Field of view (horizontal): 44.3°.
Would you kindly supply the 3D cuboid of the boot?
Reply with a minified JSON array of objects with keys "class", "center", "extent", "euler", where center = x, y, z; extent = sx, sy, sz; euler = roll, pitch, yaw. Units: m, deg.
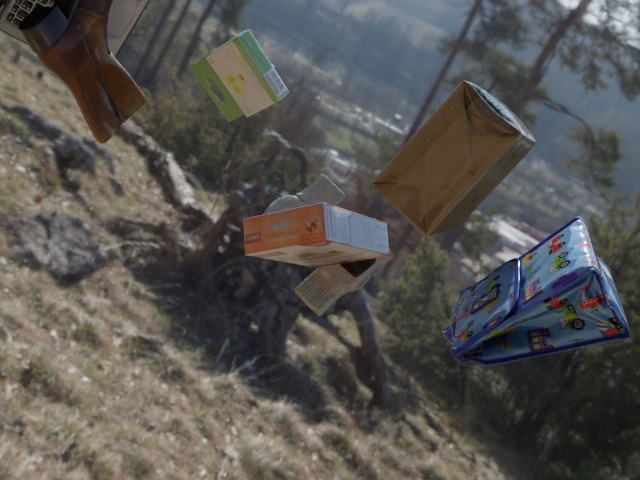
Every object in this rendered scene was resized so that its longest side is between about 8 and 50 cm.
[{"class":"boot","center":[-0.401,-0.368,1.508],"extent":[0.096,0.264,0.280],"euler":[11,-33,33]}]

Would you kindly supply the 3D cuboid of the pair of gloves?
[{"class":"pair of gloves","center":[0.000,0.000,1.527],"extent":[0.240,0.204,0.042],"euler":[52,-17,14]}]

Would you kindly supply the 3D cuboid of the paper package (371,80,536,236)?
[{"class":"paper package","center":[0.305,-0.173,1.730],"extent":[0.168,0.309,0.325],"euler":[45,18,14]}]

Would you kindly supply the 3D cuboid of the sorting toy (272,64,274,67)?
[{"class":"sorting toy","center":[-0.165,-0.423,1.871],"extent":[0.083,0.075,0.045],"euler":[54,22,12]}]

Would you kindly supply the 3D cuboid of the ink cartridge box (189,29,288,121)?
[{"class":"ink cartridge box","center":[-0.206,-0.371,1.846],"extent":[0.171,0.235,0.056],"euler":[55,45,-17]}]

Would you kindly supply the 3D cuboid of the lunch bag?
[{"class":"lunch bag","center":[0.348,0.113,1.345],"extent":[0.138,0.293,0.221],"euler":[57,22,-15]}]

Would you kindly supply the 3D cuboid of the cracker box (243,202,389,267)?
[{"class":"cracker box","center":[-0.002,-0.003,1.338],"extent":[0.156,0.067,0.232],"euler":[-10,-13,30]}]

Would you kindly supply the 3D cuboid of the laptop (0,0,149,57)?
[{"class":"laptop","center":[-0.528,-0.529,1.581],"extent":[0.408,0.382,0.236],"euler":[26,22,-32]}]
